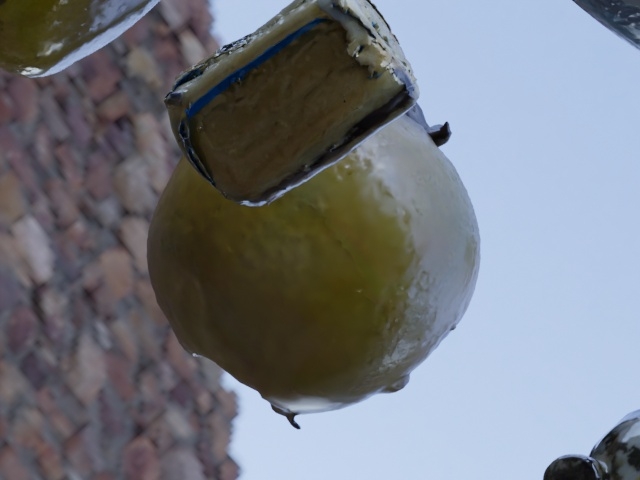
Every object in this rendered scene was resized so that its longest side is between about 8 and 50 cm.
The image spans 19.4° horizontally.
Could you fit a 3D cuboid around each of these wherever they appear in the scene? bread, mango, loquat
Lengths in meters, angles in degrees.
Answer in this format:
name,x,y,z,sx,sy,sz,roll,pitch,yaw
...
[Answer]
name,x,y,z,sx,sy,sz,roll,pitch,yaw
bread,-0.013,-0.063,0.820,0.106,0.053,0.072,-31,-72,20
mango,-0.223,-0.317,1.872,0.182,0.365,0.253,24,-19,16
loquat,0.000,0.000,1.301,0.244,0.244,0.244,29,-39,27

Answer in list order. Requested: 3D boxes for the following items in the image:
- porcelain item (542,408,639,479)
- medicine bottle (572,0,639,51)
name,x,y,z,sx,sy,sz,roll,pitch,yaw
porcelain item,0.165,0.216,0.934,0.138,0.288,0.186,17,-7,31
medicine bottle,0.143,-0.125,0.573,0.119,0.094,0.188,37,-17,-24
